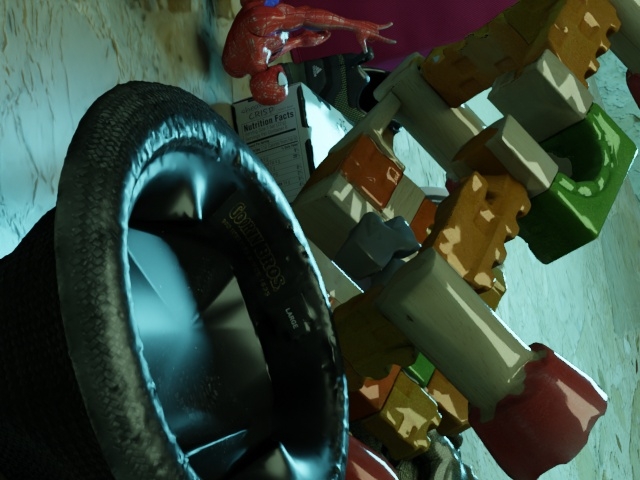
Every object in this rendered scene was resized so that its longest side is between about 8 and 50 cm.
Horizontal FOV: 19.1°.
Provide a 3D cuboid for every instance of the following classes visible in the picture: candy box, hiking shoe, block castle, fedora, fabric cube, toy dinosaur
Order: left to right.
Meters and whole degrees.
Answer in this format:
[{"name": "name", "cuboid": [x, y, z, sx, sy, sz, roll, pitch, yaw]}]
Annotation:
[{"name": "fedora", "cuboid": [-0.109, 0.071, 1.094, 0.334, 0.152, 0.334, -16, 90, -70]}, {"name": "candy box", "cuboid": [0.000, 0.000, 1.642, 0.159, 0.071, 0.233, 32, 46, -63]}, {"name": "hiking shoe", "cuboid": [0.044, -0.105, 1.797, 0.227, 0.114, 0.086, 45, 35, -59]}, {"name": "toy dinosaur", "cuboid": [0.081, 0.200, 1.589, 0.313, 0.121, 0.160, -59, 128, -81]}, {"name": "fabric cube", "cuboid": [0.099, -0.309, 1.903, 0.254, 0.258, 0.259, -22, 97, -72]}, {"name": "block castle", "cuboid": [0.126, 0.015, 1.435, 0.213, 0.303, 0.453, 45, 46, -16]}]

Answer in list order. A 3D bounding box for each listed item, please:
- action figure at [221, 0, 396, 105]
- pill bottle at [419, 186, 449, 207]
[{"name": "action figure", "cuboid": [-0.021, -0.224, 1.637, 0.091, 0.139, 0.280, 123, -29, -51]}, {"name": "pill bottle", "cuboid": [0.104, 0.063, 1.842, 0.119, 0.119, 0.208, 53, 29, -52]}]
